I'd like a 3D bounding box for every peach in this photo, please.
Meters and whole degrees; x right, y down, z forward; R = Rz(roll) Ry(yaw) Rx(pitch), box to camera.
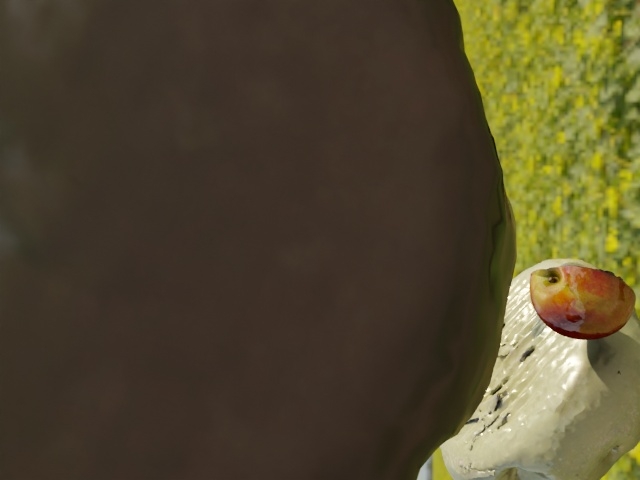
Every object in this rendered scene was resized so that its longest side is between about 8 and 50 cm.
[{"bbox_3d":[0.233,0.060,0.974,0.098,0.098,0.061,74,-148,-70],"label":"peach"}]

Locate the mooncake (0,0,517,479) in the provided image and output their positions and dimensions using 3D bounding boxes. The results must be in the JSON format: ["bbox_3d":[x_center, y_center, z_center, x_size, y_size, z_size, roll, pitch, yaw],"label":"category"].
[{"bbox_3d":[-0.095,0.006,0.494,0.381,0.351,0.212,-54,-5,-10],"label":"mooncake"}]

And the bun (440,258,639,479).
[{"bbox_3d":[0.239,0.155,1.131,0.273,0.168,0.272,-43,28,29],"label":"bun"}]
